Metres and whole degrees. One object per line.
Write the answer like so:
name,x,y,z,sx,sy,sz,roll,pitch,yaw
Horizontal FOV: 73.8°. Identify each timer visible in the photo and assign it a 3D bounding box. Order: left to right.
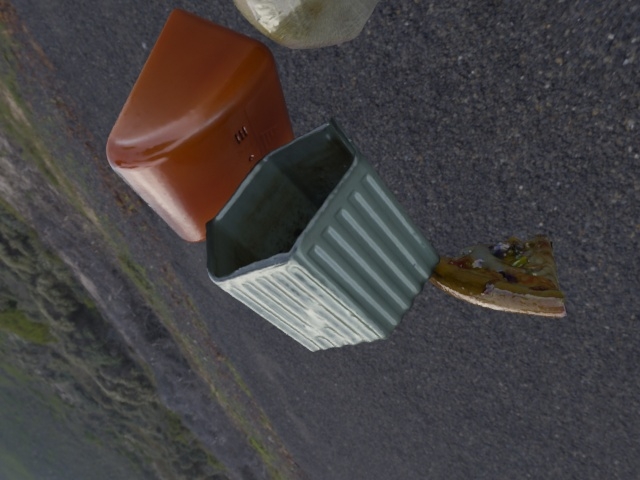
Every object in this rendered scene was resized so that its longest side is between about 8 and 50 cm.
timer,-0.167,-0.142,0.630,0.161,0.250,0.257,24,161,16

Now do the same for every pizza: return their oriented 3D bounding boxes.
pizza,0.232,0.030,0.503,0.184,0.176,0.036,34,142,61

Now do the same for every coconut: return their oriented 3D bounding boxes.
coconut,-0.017,-0.292,0.439,0.194,0.194,0.195,28,142,25

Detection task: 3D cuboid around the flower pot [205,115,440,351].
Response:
flower pot,0.000,0.000,0.527,0.239,0.210,0.189,-18,133,34
